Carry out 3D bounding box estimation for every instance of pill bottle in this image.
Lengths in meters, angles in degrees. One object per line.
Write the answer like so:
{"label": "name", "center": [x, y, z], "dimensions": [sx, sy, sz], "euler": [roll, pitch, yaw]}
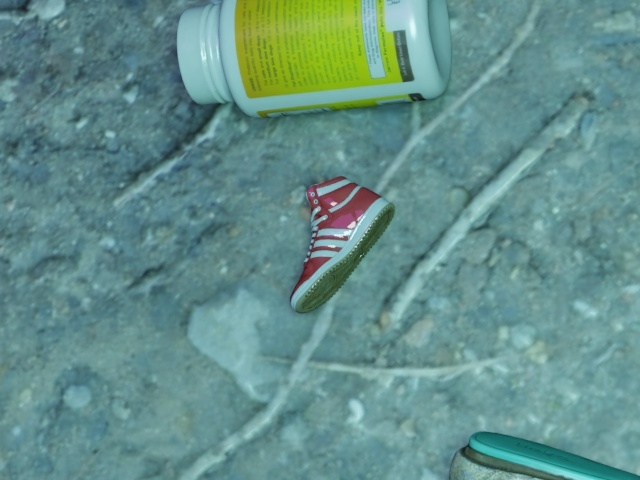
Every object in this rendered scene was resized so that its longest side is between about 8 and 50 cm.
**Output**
{"label": "pill bottle", "center": [-0.005, -0.165, 1.205], "dimensions": [0.215, 0.117, 0.117], "euler": [-5, 69, 16]}

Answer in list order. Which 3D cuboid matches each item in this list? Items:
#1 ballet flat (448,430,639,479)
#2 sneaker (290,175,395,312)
{"label": "ballet flat", "center": [0.238, 0.216, 1.006], "dimensions": [0.316, 0.107, 0.106], "euler": [11, 94, 27]}
{"label": "sneaker", "center": [0.000, 0.000, 1.184], "dimensions": [0.067, 0.042, 0.118], "euler": [36, 77, 22]}
